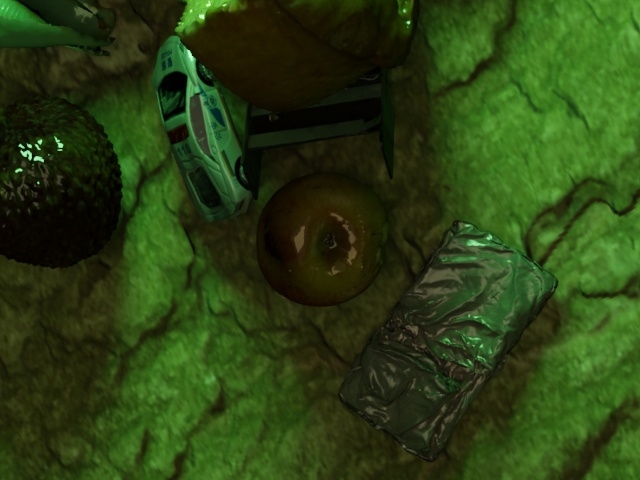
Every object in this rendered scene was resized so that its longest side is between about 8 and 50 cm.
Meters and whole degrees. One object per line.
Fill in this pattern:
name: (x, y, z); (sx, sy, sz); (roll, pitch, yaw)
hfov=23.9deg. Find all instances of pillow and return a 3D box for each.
pillow: (0.131, 0.106, 1.600); (0.135, 0.049, 0.248); (36, 99, 9)

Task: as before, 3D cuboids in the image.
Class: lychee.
lychee: (-0.300, -0.063, 1.602); (0.194, 0.194, 0.194); (1, 97, 11)

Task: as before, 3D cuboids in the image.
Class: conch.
conch: (-0.302, -0.255, 1.634); (0.170, 0.079, 0.105); (9, 105, -6)

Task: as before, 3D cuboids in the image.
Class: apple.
apple: (0.000, 0.000, 1.572); (0.146, 0.146, 0.146); (1, 97, 11)

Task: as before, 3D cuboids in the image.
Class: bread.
bread: (-0.010, -0.232, 1.475); (0.194, 0.340, 0.179); (-30, 114, 20)

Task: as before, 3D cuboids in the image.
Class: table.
table: (0.000, -0.131, 1.562); (0.146, 0.175, 0.062); (-8, 134, 12)

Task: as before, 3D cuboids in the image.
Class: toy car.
toy car: (-0.129, -0.118, 1.599); (0.095, 0.056, 0.205); (-16, 95, 54)
